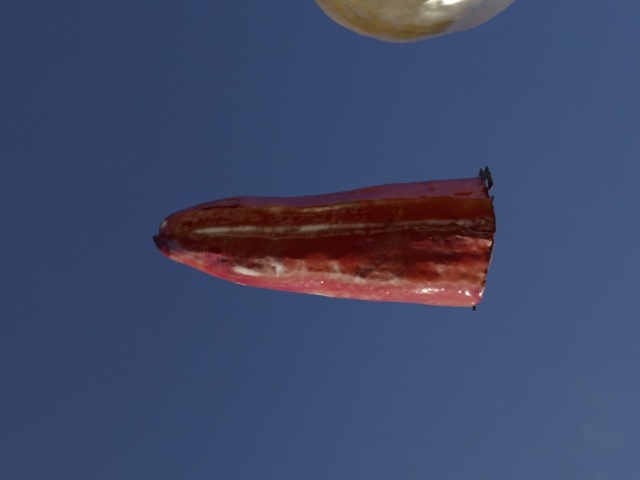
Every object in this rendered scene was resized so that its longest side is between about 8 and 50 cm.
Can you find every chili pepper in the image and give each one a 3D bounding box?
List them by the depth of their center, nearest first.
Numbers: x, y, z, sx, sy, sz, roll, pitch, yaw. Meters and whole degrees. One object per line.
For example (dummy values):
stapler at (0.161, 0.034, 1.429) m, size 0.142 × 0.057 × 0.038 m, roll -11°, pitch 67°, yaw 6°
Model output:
chili pepper at (0.001, 0.000, 0.913) m, size 0.169 × 0.088 × 0.065 m, roll 0°, pitch -118°, yaw -7°

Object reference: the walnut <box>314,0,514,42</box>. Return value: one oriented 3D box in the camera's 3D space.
walnut at (0.043, -0.159, 0.771) m, size 0.140 × 0.162 × 0.140 m, roll 2°, pitch -109°, yaw -6°
